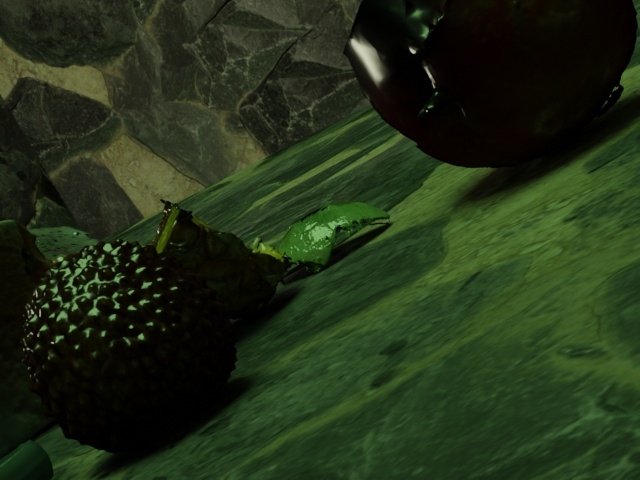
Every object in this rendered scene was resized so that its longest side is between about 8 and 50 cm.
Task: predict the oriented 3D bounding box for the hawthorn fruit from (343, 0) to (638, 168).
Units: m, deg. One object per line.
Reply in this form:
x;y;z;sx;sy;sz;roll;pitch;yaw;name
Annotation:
0.172;-0.223;1.575;0.316;0.316;0.316;-29;7;4;hawthorn fruit

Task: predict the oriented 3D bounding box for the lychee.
-0.167;0.085;1.297;0.188;0.188;0.188;-29;7;4;lychee

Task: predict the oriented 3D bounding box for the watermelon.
-0.387;0.108;1.659;0.302;0.264;0.151;-27;8;-9;watermelon

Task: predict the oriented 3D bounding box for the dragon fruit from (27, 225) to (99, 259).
-0.421;0.104;2.117;0.221;0.203;0.283;13;18;37;dragon fruit

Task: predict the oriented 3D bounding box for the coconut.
0.000;-0.005;1.718;0.158;0.055;0.133;-29;6;18;coconut

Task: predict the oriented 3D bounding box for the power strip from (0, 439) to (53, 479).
-0.326;0.243;1.331;0.216;0.044;0.137;-26;9;30;power strip

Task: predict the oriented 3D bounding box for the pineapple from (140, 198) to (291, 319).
-0.130;0.053;1.639;0.334;0.158;0.161;-175;104;-74;pineapple
